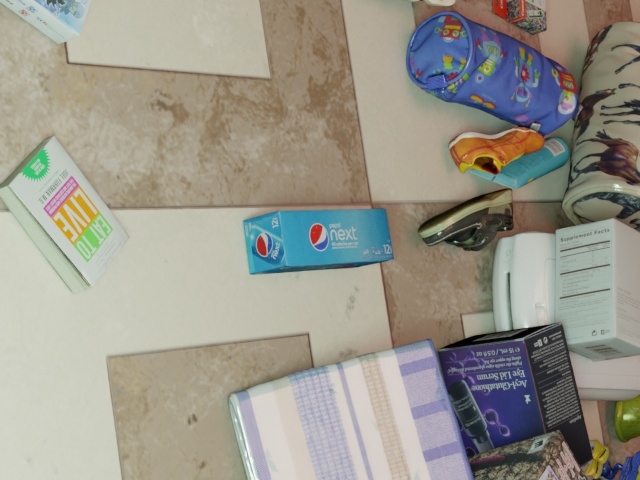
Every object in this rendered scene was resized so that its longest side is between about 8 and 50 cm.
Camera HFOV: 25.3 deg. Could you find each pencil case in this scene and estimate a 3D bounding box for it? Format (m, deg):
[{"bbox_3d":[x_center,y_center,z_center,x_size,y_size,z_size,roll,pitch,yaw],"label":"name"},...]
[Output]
[{"bbox_3d":[0.262,-0.241,2.137,0.306,0.119,0.133,16,71,-45],"label":"pencil case"},{"bbox_3d":[0.505,-0.179,2.322,0.160,0.183,0.410,58,37,-43],"label":"pencil case"}]

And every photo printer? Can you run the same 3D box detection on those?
[{"bbox_3d":[0.376,0.118,2.182,0.307,0.107,0.256,7,75,-47],"label":"photo printer"}]

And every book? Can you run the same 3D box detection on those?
[{"bbox_3d":[-0.277,-0.029,1.547,0.144,0.035,0.096,55,42,-22],"label":"book"}]

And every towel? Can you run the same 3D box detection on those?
[{"bbox_3d":[0.039,0.250,1.731,0.285,0.034,0.209,-14,84,-23],"label":"towel"}]

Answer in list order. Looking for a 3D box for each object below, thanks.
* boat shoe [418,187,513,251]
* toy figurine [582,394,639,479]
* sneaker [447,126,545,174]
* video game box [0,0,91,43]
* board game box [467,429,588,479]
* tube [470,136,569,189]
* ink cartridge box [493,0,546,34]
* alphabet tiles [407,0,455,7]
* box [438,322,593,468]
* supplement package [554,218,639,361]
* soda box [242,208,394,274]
[{"bbox_3d":[0.223,-0.021,2.067,0.223,0.080,0.073,-24,93,-53],"label":"boat shoe"},{"bbox_3d":[0.550,0.368,2.231,0.191,0.217,0.362,55,46,-24],"label":"toy figurine"},{"bbox_3d":[0.267,-0.129,2.140,0.175,0.064,0.067,-11,70,-31],"label":"sneaker"},{"bbox_3d":[-0.317,-0.352,1.569,0.187,0.048,0.205,34,57,-36],"label":"video game box"},{"bbox_3d":[0.193,0.395,1.775,0.141,0.232,0.291,59,34,-10],"label":"board game box"},{"bbox_3d":[0.317,-0.117,2.209,0.207,0.080,0.052,-22,124,-51],"label":"tube"},{"bbox_3d":[0.323,-0.381,2.308,0.115,0.029,0.063,16,69,-46],"label":"ink cartridge box"},{"bbox_3d":[0.118,-0.480,2.054,0.284,0.021,0.278,4,77,-32],"label":"alphabet tiles"},{"bbox_3d":[0.275,0.232,2.004,0.108,0.153,0.207,-14,90,-49],"label":"box"},{"bbox_3d":[0.411,0.073,2.069,0.105,0.105,0.179,22,64,-42],"label":"supplement package"},{"bbox_3d":[0.000,0.000,1.820,0.210,0.067,0.071,-3,82,-49],"label":"soda box"}]
